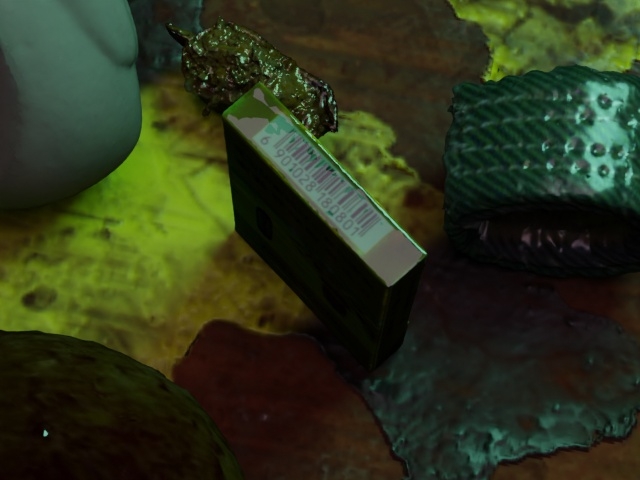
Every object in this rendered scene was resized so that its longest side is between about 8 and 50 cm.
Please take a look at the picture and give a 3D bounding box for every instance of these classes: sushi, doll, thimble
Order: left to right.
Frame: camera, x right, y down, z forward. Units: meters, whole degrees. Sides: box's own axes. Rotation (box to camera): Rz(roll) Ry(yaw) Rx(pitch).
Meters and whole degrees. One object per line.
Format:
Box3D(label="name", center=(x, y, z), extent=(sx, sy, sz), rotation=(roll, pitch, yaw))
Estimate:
Box3D(label="doll", center=(-0.182, -0.148, 0.968), extent=(0.221, 0.221, 0.251), rotation=(-32, 99, -11))
Box3D(label="sushi", center=(-0.040, -0.096, 1.004), extent=(0.118, 0.060, 0.061), rotation=(17, 77, 5))
Box3D(label="thimble", center=(0.138, -0.037, 0.962), extent=(0.135, 0.118, 0.090), rotation=(1, 67, 15))

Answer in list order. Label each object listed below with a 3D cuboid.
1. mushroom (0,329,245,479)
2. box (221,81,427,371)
Box3D(label="mushroom", center=(-0.137, 0.214, 0.812), extent=(0.356, 0.334, 0.331), rotation=(16, 97, -34))
Box3D(label="box", center=(0.000, 0.000, 0.904), extent=(0.030, 0.193, 0.121), rotation=(-41, 79, -11))
